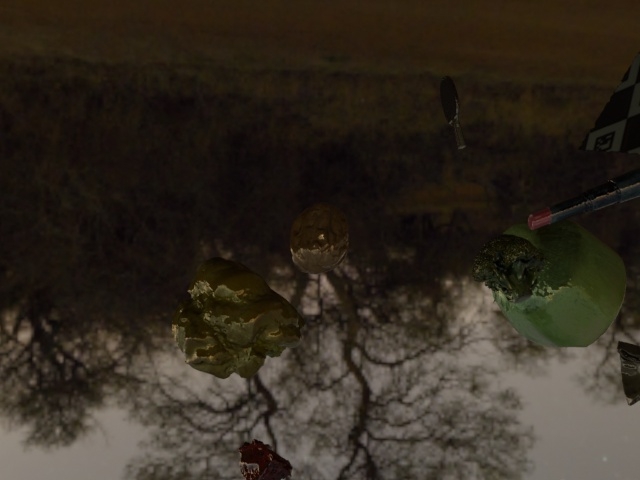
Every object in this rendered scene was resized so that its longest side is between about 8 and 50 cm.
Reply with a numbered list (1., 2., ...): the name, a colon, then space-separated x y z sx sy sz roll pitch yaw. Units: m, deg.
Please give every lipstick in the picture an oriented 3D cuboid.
1. lipstick: 0.505 -0.074 1.679 0.234 0.053 0.053 -21 178 7

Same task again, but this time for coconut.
1. coconut: 0.542 0.103 2.015 0.328 0.281 0.328 38 -166 -12

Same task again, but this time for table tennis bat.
1. table tennis bat: 0.278 -0.269 1.861 0.014 0.158 0.095 -12 170 -10

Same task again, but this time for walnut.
1. walnut: 0.000 0.000 1.155 0.083 0.096 0.079 18 155 -19

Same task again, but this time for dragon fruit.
1. dragon fruit: -0.124 0.436 1.798 0.097 0.063 0.131 -26 -146 -11

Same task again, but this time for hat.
1. hat: 0.752 0.299 1.993 0.175 0.147 0.085 4 -158 40

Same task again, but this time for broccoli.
1. broccoli: 0.326 0.048 1.527 0.130 0.120 0.131 -17 155 0

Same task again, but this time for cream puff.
1. cream puff: -0.147 0.126 1.391 0.195 0.194 0.221 0 -175 -26

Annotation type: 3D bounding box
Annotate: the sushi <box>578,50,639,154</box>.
1. sushi: 0.477 -0.200 1.032 0.059 0.294 0.292 35 177 -24
